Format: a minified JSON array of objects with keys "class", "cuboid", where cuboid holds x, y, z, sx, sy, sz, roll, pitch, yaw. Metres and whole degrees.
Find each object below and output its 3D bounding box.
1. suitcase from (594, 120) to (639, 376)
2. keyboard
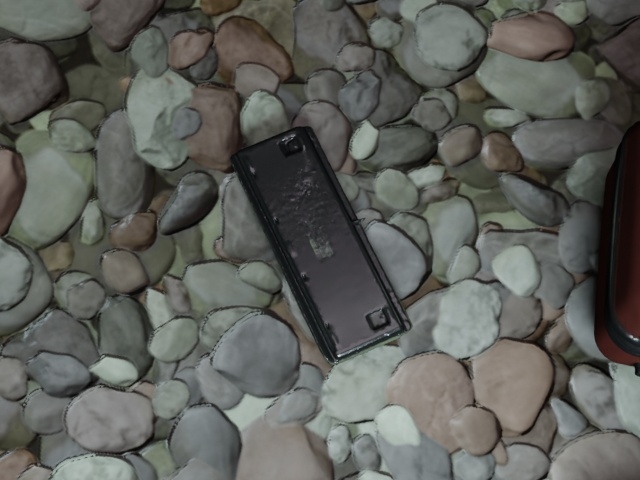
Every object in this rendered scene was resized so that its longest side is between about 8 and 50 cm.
[{"class":"suitcase","cuboid":[0.400,0.016,1.058,0.296,0.161,0.236,10,69,0]},{"class":"keyboard","cuboid":[0.000,0.000,1.108,0.093,0.025,0.230,-22,72,-10]}]
